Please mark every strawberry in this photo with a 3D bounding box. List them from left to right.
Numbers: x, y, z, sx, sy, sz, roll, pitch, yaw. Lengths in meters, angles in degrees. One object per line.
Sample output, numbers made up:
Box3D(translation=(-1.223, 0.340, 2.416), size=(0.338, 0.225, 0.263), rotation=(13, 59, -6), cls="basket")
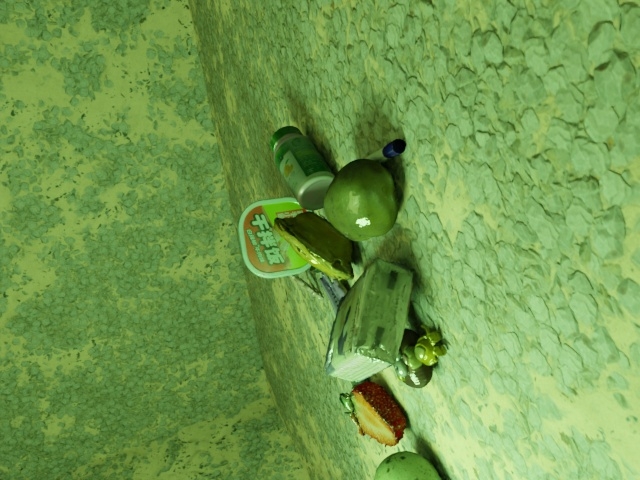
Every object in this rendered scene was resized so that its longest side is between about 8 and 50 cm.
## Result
Box3D(translation=(0.174, 0.517, 1.735), size=(0.286, 0.106, 0.188), rotation=(17, 127, 56), cls="strawberry")

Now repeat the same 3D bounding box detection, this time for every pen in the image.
Box3D(translation=(0.126, -0.188, 1.311), size=(0.269, 0.033, 0.033), rotation=(170, 83, -73), cls="pen")

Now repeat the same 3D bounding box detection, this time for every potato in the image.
Box3D(translation=(0.089, -0.088, 1.323), size=(0.251, 0.159, 0.175), rotation=(157, 117, -64), cls="potato")

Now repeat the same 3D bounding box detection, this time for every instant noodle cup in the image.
Box3D(translation=(-0.162, -0.005, 2.052), size=(0.308, 0.293, 0.294), rotation=(167, 87, -80), cls="instant noodle cup")

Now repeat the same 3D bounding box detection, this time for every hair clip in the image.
Box3D(translation=(0.068, 0.217, 1.819), size=(0.137, 0.090, 0.279), rotation=(77, 177, -62), cls="hair clip")

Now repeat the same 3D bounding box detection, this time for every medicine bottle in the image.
Box3D(translation=(-0.055, -0.222, 1.693), size=(0.133, 0.133, 0.274), rotation=(92, 156, -47), cls="medicine bottle")

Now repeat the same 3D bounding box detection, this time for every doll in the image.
Box3D(translation=(0.219, 0.263, 1.353), size=(0.145, 0.096, 0.188), rotation=(53, 144, 37), cls="doll")

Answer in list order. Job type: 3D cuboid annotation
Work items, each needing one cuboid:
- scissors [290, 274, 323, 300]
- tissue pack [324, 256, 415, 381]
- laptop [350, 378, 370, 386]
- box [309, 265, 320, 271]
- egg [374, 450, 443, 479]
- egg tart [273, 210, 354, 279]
Box3D(translation=(-0.106, 0.137, 2.209), size=(0.160, 0.024, 0.317), rotation=(40, 177, -43), cls="scissors")
Box3D(translation=(0.116, 0.207, 1.417), size=(0.344, 0.125, 0.243), rotation=(120, 167, -67), cls="tissue pack")
Box3D(translation=(0.156, 0.527, 1.937), size=(0.188, 0.015, 0.269), rotation=(93, 154, -50), cls="laptop")
Box3D(translation=(0.004, 0.042, 1.828), size=(0.091, 0.031, 0.126), rotation=(148, 139, -72), cls="box")
Box3D(translation=(0.245, 0.664, 1.511), size=(0.228, 0.177, 0.177), rotation=(29, 136, 45), cls="egg")
Box3D(translation=(0.000, 0.000, 1.637), size=(0.294, 0.116, 0.295), rotation=(38, -172, -6), cls="egg tart")
